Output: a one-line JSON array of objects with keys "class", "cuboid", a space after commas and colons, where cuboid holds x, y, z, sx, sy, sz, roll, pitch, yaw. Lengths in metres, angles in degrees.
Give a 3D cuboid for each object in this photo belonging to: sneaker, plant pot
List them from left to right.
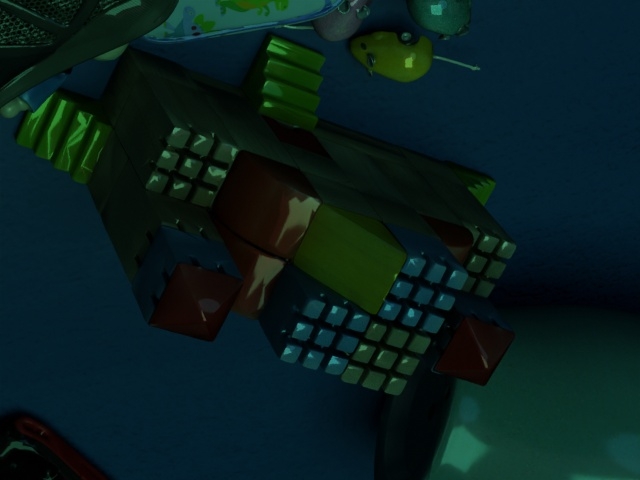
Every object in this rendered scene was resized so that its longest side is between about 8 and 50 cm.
[{"class": "sneaker", "cuboid": [-0.212, -0.147, 0.970, 0.227, 0.087, 0.130, -27, 127, 7]}, {"class": "plant pot", "cuboid": [0.190, 0.171, 1.299, 0.255, 0.271, 0.271, 16, 112, -13]}]

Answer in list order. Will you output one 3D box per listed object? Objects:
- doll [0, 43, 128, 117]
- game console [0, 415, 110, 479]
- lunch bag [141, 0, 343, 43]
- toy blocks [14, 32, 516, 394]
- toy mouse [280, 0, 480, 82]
[{"class": "doll", "cuboid": [-0.219, -0.148, 1.072, 0.189, 0.046, 0.129, 3, 98, -24]}, {"class": "game console", "cuboid": [-0.286, 0.359, 1.344, 0.386, 0.060, 0.342, -40, 119, 3]}, {"class": "lunch bag", "cuboid": [-0.064, -0.246, 1.051, 0.176, 0.090, 0.219, -13, 122, -13]}, {"class": "toy blocks", "cuboid": [0.000, 0.000, 1.114, 0.381, 0.261, 0.190, 18, 111, -29]}, {"class": "toy mouse", "cuboid": [0.050, -0.159, 1.138, 0.161, 0.031, 0.143, 6, 153, -5]}]
